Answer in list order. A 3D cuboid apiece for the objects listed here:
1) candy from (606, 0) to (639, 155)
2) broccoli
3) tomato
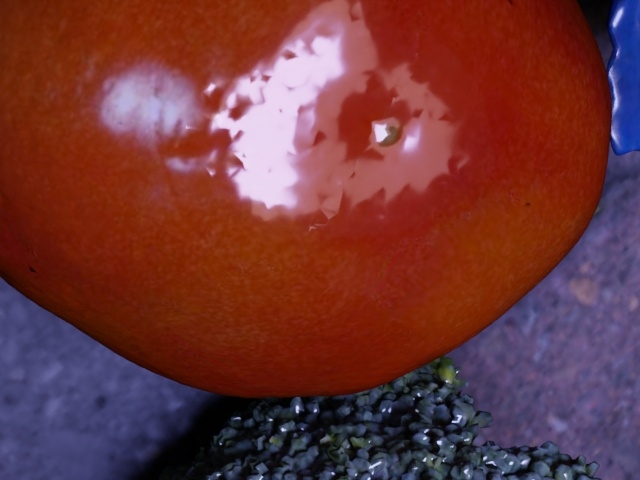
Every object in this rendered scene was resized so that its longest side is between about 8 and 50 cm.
[{"bbox_3d":[0.226,-0.152,0.729,0.331,0.077,0.187,-19,116,-42],"label":"candy"},{"bbox_3d":[0.077,0.200,0.746,0.361,0.221,0.252,22,103,-42],"label":"broccoli"},{"bbox_3d":[-0.013,-0.055,0.607,0.260,0.180,0.259,-4,102,-20],"label":"tomato"}]
